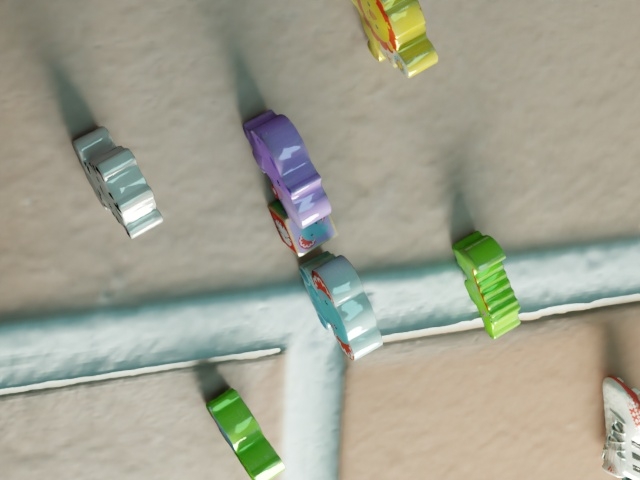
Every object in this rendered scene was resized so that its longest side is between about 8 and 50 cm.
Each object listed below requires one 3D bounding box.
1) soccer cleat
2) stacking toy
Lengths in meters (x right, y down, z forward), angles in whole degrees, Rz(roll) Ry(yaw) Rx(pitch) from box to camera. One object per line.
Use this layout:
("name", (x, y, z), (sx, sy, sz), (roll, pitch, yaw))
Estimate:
("soccer cleat", (0.167, 0.110, 1.076), (0.035, 0.029, 0.083), (-36, 127, -14))
("stacking toy", (0.000, 0.000, 0.933), (0.167, 0.052, 0.221), (-30, 122, -12))
